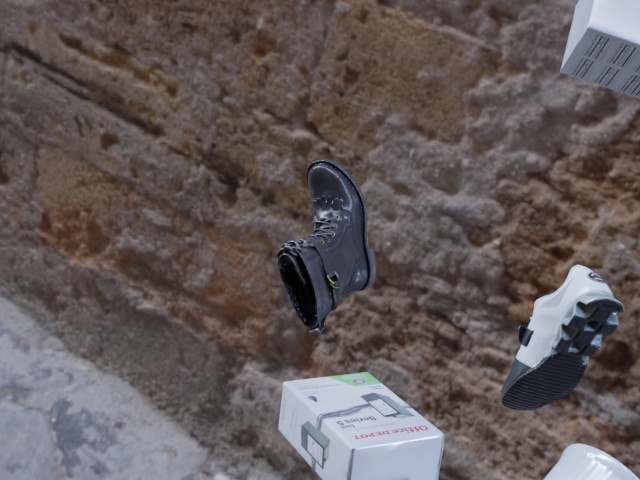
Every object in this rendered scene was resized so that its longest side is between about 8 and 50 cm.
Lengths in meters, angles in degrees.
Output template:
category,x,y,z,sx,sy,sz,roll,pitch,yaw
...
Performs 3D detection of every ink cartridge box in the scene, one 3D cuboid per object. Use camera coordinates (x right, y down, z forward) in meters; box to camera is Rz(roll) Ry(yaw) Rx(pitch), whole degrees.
category,x,y,z,sx,sy,sz,roll,pitch,yaw
ink cartridge box,0.069,0.358,1.416,0.198,0.115,0.273,-1,15,-29

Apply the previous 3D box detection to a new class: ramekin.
category,x,y,z,sx,sy,sz,roll,pitch,yaw
ramekin,0.645,0.630,1.785,0.135,0.277,0.277,-35,52,-22

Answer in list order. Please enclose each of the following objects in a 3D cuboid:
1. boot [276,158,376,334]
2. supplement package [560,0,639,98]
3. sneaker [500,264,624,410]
category,x,y,z,sx,sy,sz,roll,pitch,yaw
boot,0.000,0.000,1.232,0.091,0.263,0.229,-20,0,30
supplement package,0.627,-0.425,1.551,0.203,0.149,0.194,20,66,3
sneaker,0.451,0.191,1.476,0.122,0.331,0.146,18,32,-19
